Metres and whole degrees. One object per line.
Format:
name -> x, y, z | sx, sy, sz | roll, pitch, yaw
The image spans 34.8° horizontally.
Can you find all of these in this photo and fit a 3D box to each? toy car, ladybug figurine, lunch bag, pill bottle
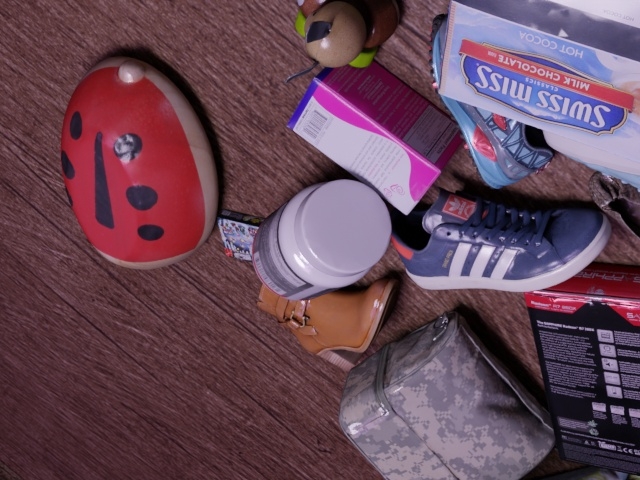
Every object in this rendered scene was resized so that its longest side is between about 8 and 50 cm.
toy car -> 0.008, -0.285, 1.350 | 0.149, 0.188, 0.155 | 32, 139, 7
ladybug figurine -> -0.332, -0.114, 1.781 | 0.305, 0.162, 0.449 | 21, 137, 20
lunch bag -> 0.220, 0.292, 1.716 | 0.256, 0.212, 0.305 | -36, 102, 24
pill bottle -> 0.000, 0.000, 1.575 | 0.161, 0.161, 0.283 | 43, 162, -6

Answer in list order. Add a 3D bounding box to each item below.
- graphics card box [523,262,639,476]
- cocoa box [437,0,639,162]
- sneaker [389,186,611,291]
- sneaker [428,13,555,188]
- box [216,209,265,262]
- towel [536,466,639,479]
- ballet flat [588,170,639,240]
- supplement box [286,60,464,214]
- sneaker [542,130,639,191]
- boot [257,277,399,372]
graphics card box -> 0.457, 0.202, 1.547 | 0.233, 0.094, 0.371 | 4, 128, 33
cocoa box -> 0.336, -0.249, 1.109 | 0.347, 0.231, 0.228 | 22, 138, 19
sneaker -> 0.238, -0.015, 1.472 | 0.350, 0.131, 0.148 | -11, 127, 42
sneaker -> 0.234, -0.198, 1.359 | 0.125, 0.104, 0.262 | -18, 121, 25
box -> -0.115, 0.000, 1.831 | 0.137, 0.027, 0.094 | 13, 134, 27
towel -> 0.318, 0.481, 1.700 | 0.320, 0.374, 0.090 | -35, 75, 56
ballet flat -> 0.463, -0.010, 1.366 | 0.250, 0.058, 0.084 | 38, 127, 1
supplement box -> 0.083, -0.160, 1.472 | 0.220, 0.114, 0.111 | 38, 139, 2
sneaker -> 0.447, -0.072, 1.269 | 0.366, 0.135, 0.150 | 19, 133, 23
boot -> 0.008, 0.104, 1.788 | 0.220, 0.109, 0.283 | 34, 150, 4
